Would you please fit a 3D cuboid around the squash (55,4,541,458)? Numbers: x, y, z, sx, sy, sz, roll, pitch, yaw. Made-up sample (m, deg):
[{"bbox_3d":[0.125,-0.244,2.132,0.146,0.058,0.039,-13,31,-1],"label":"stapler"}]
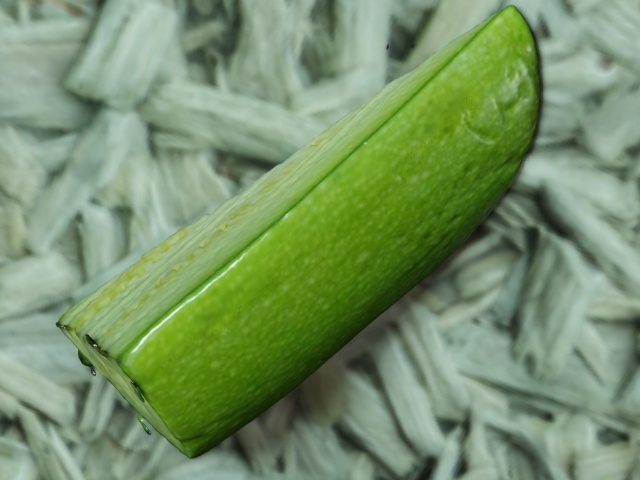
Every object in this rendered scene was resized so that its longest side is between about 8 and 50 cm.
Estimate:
[{"bbox_3d":[0.000,0.000,0.986,0.289,0.203,0.111,-43,104,-11],"label":"squash"}]
